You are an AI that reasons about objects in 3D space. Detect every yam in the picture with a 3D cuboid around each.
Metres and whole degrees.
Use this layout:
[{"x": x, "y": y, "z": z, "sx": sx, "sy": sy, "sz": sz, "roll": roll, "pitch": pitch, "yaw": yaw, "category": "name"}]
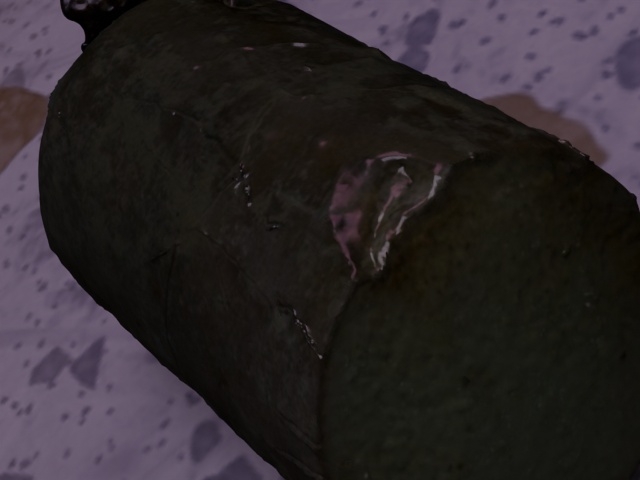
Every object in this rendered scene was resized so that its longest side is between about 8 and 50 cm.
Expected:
[{"x": 0.000, "y": 0.000, "z": 0.629, "sx": 0.161, "sy": 0.161, "sz": 0.268, "roll": -48, "pitch": 41, "yaw": -6, "category": "yam"}]

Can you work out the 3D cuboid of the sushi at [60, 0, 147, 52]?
[{"x": -0.077, "y": -0.116, "z": 0.817, "sx": 0.084, "sy": 0.094, "sz": 0.098, "roll": -20, "pitch": 43, "yaw": 19, "category": "sushi"}]
